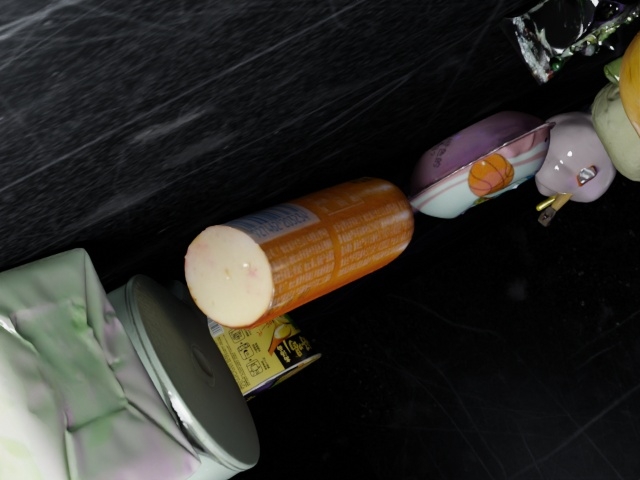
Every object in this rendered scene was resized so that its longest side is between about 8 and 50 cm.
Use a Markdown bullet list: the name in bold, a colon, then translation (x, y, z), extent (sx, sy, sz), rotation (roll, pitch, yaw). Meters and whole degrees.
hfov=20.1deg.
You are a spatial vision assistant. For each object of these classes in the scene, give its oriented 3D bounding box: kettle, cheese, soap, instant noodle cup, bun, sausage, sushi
- **kettle**: translation (-0.229, 0.185, 1.592), extent (0.318, 0.205, 0.265), rotation (-33, 172, 10)
- **cheese**: translation (0.145, -0.066, 1.865), extent (0.189, 0.074, 0.286), rotation (-25, 174, -29)
- **soap**: translation (-0.220, 0.134, 1.223), extent (0.199, 0.182, 0.138), rotation (-33, 173, 33)
- **instant noodle cup**: translation (-0.089, 0.129, 2.225), extent (0.151, 0.122, 0.151), rotation (-28, 177, -2)
- **bun**: translation (0.413, -0.164, 2.030), extent (0.229, 0.145, 0.229), rotation (-13, 165, -4)
- **sausage**: translation (0.000, 0.000, 1.628), extent (0.093, 0.093, 0.312), rotation (-32, 175, 32)
- **sushi**: translation (0.189, -0.163, 1.279), extent (0.085, 0.056, 0.083), rotation (-23, 164, -44)

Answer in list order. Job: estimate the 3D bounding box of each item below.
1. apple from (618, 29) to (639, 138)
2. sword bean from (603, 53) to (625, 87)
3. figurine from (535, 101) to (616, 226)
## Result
- **apple**: translation (0.404, -0.139, 1.650), extent (0.241, 0.242, 0.242), rotation (-24, 174, -18)
- **sword bean**: translation (0.429, -0.238, 1.936), extent (0.269, 0.038, 0.043), rotation (-29, -173, 1)
- **figurine**: translation (0.325, -0.117, 2.195), extent (0.229, 0.112, 0.137), rotation (-41, -169, -34)
